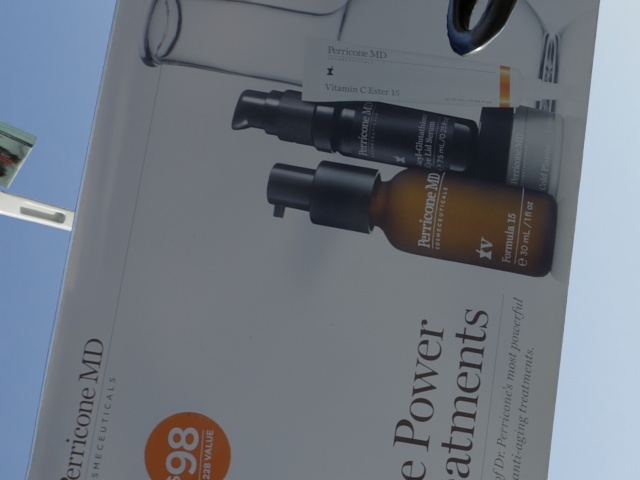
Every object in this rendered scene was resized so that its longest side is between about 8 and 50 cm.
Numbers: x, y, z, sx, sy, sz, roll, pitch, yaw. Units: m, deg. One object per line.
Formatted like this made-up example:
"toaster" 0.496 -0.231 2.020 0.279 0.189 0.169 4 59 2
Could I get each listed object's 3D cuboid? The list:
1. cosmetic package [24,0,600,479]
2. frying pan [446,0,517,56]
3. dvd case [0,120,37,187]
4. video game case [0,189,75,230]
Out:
"cosmetic package" 0.000 0.000 0.836 0.097 0.284 0.377 118 161 -76
"frying pan" 0.075 -0.205 0.672 0.326 0.197 0.053 -51 -56 -26
"dvd case" -0.351 -0.098 1.496 0.087 0.119 0.013 25 -120 -16
"video game case" -0.382 -0.055 1.468 0.206 0.227 0.026 21 -97 -74
